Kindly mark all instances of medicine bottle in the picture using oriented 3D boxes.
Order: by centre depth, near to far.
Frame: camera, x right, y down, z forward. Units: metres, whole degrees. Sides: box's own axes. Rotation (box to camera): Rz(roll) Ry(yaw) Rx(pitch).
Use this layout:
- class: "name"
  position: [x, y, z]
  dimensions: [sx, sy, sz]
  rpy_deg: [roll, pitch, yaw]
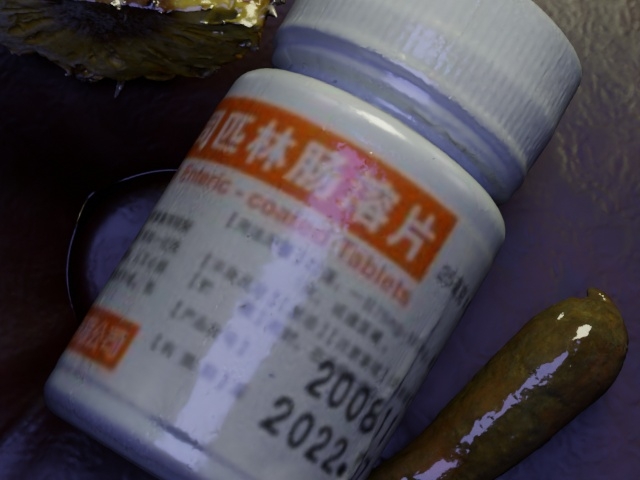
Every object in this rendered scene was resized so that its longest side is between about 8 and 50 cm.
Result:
- class: "medicine bottle"
  position: [0.000, 0.000, 1.077]
  dimensions: [0.211, 0.211, 0.371]
  rpy_deg: [30, 80, 6]

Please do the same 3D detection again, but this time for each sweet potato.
- class: "sweet potato"
  position: [0.102, 0.135, 1.123]
  dimensions: [0.273, 0.075, 0.075]
  rpy_deg: [-39, 80, -3]

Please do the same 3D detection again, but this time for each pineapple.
- class: "pineapple"
  position: [-0.136, -0.162, 1.158]
  dimensions: [0.233, 0.135, 0.079]
  rpy_deg: [5, 66, 4]
